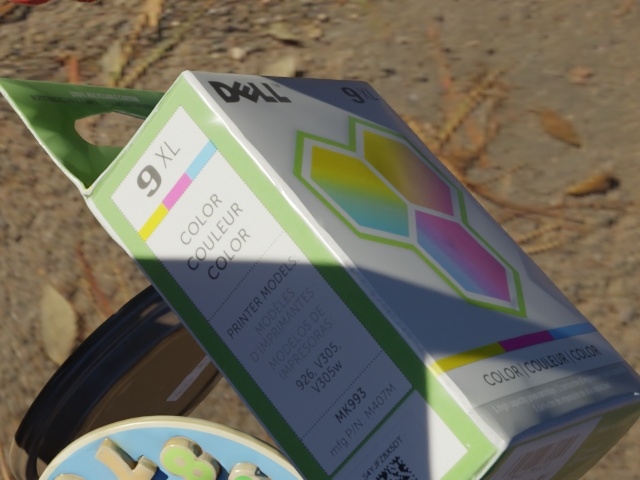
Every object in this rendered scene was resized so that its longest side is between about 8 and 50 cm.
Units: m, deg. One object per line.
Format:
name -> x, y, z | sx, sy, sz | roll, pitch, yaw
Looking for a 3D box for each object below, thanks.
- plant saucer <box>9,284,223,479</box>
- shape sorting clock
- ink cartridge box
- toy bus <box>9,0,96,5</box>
plant saucer -> -0.155, 0.123, 1.540 | 0.278, 0.278, 0.041 | -44, 73, -8
shape sorting clock -> -0.078, 0.194, 1.039 | 0.206, 0.040, 0.206 | 4, 120, 6
ink cartridge box -> 0.000, 0.000, 0.567 | 0.209, 0.109, 0.062 | 49, 116, 21
toy bus -> -0.078, -0.154, 0.496 | 0.220, 0.149, 0.211 | -12, 135, -39
